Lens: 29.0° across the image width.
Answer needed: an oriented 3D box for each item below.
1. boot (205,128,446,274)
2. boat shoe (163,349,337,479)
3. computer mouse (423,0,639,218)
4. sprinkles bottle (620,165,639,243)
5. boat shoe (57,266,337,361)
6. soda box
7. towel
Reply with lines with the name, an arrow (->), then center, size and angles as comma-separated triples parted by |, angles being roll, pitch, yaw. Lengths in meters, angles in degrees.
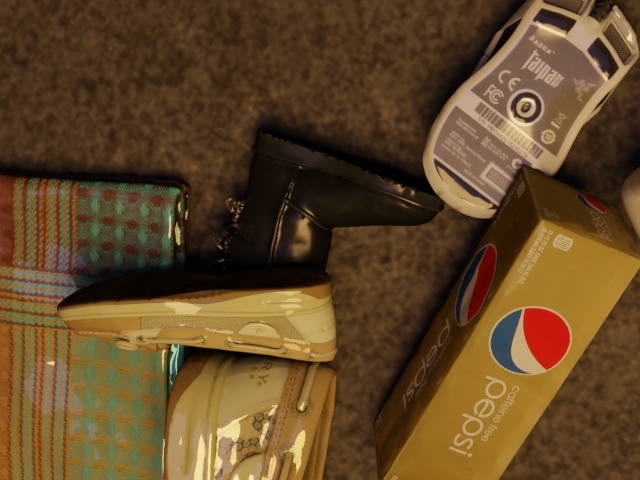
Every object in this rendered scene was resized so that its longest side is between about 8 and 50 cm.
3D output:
boot -> 0.000, 0.000, 0.686 | 0.121, 0.045, 0.099 | 19, 101, 13
boat shoe -> -0.034, 0.205, 0.699 | 0.089, 0.104, 0.285 | 0, 100, 12
computer mouse -> 0.124, -0.098, 0.650 | 0.106, 0.042, 0.193 | 39, 98, -4
sprinkles bottle -> 0.277, 0.105, 0.620 | 0.121, 0.121, 0.355 | -25, 96, 13
boat shoe -> -0.067, 0.044, 0.667 | 0.153, 0.056, 0.048 | -4, 105, 9
soda box -> 0.092, 0.057, 0.647 | 0.058, 0.061, 0.181 | 21, 117, -11
towel -> -0.210, 0.140, 0.750 | 0.271, 0.040, 0.370 | 4, 101, 8
